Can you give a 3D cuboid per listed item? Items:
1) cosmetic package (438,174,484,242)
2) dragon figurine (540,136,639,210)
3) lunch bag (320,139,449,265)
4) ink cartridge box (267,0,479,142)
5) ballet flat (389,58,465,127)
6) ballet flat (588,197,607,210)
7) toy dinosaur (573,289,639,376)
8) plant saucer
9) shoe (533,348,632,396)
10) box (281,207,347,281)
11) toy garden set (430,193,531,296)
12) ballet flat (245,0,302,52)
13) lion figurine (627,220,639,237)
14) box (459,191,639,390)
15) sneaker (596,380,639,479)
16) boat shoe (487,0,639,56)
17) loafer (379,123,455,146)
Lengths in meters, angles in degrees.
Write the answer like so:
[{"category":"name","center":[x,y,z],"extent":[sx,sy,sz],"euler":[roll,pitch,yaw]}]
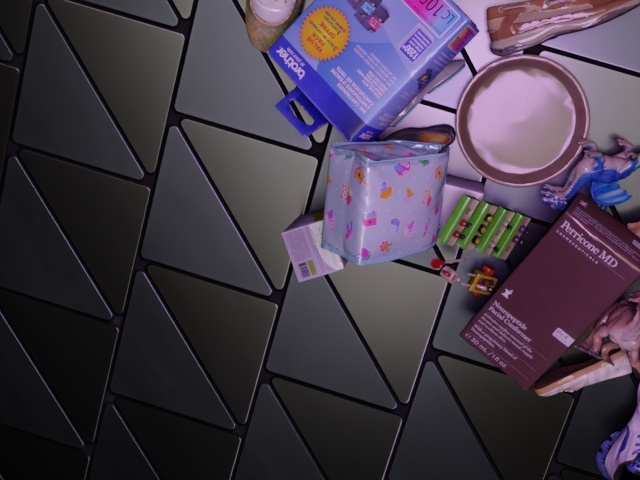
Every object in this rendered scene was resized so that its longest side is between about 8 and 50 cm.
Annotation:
[{"category":"cosmetic package","center":[0.222,-0.084,1.902],"extent":[0.238,0.107,0.127],"euler":[14,108,8]},{"category":"dragon figurine","center":[0.596,-0.130,1.835],"extent":[0.289,0.085,0.144],"euler":[-3,125,-5]},{"category":"lunch bag","center":[0.143,-0.083,1.763],"extent":[0.160,0.262,0.223],"euler":[25,117,48]},{"category":"ink cartridge box","center":[0.085,-0.378,1.798],"extent":[0.395,0.151,0.270],"euler":[-46,78,17]},{"category":"ballet flat","center":[0.205,-0.324,1.862],"extent":[0.213,0.072,0.068],"euler":[-39,102,16]},{"category":"ballet flat","center":[0.562,-0.003,1.904],"extent":[0.070,0.070,0.188],"euler":[13,103,5]},{"category":"toy dinosaur","center":[0.635,0.164,1.830],"extent":[0.127,0.295,0.200],"euler":[26,91,-8]},{"category":"plant saucer","center":[0.423,-0.251,1.867],"extent":[0.277,0.041,0.278],"euler":[2,104,7]},{"category":"shoe","center":[0.580,0.303,1.960],"extent":[0.219,0.076,0.058],"euler":[-25,94,11]},{"category":"box","center":[0.000,0.000,1.901],"extent":[0.103,0.203,0.114],"euler":[-17,98,13]},{"category":"toy garden set","center":[0.333,0.023,1.855],"extent":[0.049,0.244,0.204],"euler":[42,110,40]},{"category":"ballet flat","center":[-0.078,-0.557,1.824],"extent":[0.123,0.123,0.349],"euler":[23,106,2]},{"category":"lion figurine","center":[0.776,0.129,1.862],"extent":[0.240,0.142,0.392],"euler":[-9,106,17]},{"category":"box","center":[0.479,0.111,1.827],"extent":[0.191,0.143,0.381],"euler":[39,122,9]},{"category":"sneaker","center":[0.722,0.430,1.916],"extent":[0.127,0.182,0.316],"euler":[26,106,0]},{"category":"boat shoe","center":[0.486,-0.469,1.767],"extent":[0.324,0.122,0.120],"euler":[-17,97,11]},{"category":"loafer","center":[0.203,-0.211,1.895],"extent":[0.170,0.061,0.062],"euler":[-15,102,12]}]
